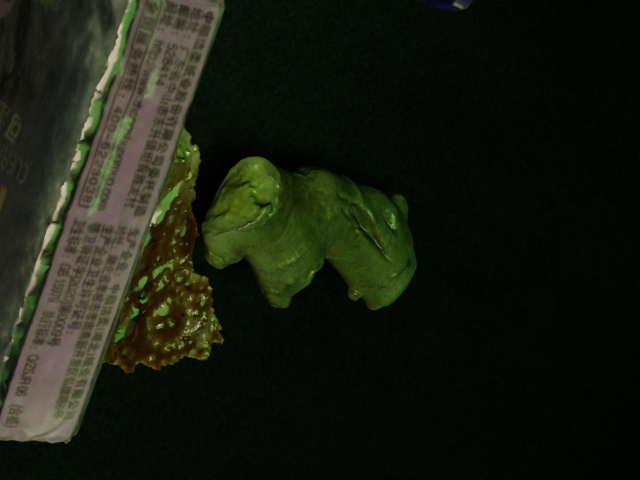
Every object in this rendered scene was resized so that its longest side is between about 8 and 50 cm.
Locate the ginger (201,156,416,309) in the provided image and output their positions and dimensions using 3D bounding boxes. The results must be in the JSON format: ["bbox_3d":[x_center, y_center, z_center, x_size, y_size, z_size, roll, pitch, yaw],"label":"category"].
[{"bbox_3d":[-0.004,-0.002,1.406,0.290,0.089,0.137,4,86,-51],"label":"ginger"}]

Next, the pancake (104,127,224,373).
[{"bbox_3d":[-0.150,0.041,1.336,0.266,0.057,0.244,-54,136,-3],"label":"pancake"}]

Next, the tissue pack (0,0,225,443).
[{"bbox_3d":[-0.213,-0.060,1.088,0.122,0.259,0.361,12,108,-39],"label":"tissue pack"}]

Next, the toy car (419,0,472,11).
[{"bbox_3d":[0.106,-0.329,1.273,0.158,0.172,0.235,16,107,-26],"label":"toy car"}]
